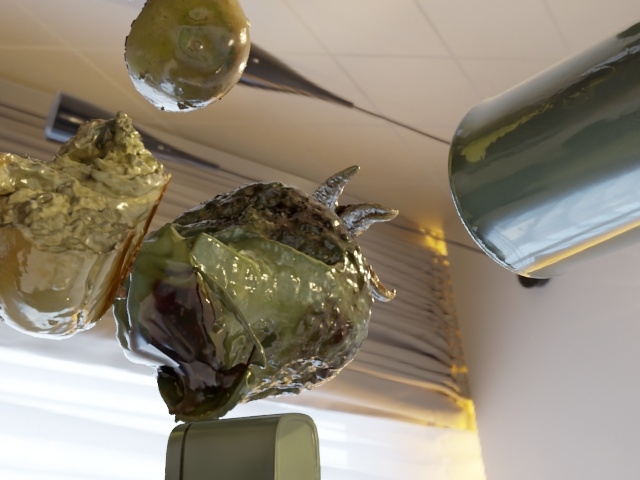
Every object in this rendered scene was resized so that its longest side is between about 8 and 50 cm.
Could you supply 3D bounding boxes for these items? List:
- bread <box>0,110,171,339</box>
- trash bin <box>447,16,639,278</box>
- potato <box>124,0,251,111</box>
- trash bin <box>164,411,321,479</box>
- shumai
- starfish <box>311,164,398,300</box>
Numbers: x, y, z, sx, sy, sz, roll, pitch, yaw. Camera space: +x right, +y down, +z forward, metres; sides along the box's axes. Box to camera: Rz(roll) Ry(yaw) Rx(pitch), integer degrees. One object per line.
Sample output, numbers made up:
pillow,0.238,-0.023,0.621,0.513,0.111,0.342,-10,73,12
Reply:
bread,-0.277,-0.007,0.851,0.314,0.171,0.192,-80,-167,-59
trash bin,0.369,-0.118,1.011,0.432,0.280,0.280,-29,-130,59
potato,-0.159,-0.265,1.082,0.202,0.182,0.117,-46,-136,-14
trash bin,-0.065,0.203,0.635,0.130,0.059,0.116,-16,-112,37
shumai,-0.154,0.079,1.149,0.395,0.348,0.395,-1,-94,23
starfish,0.001,-0.007,1.509,0.094,0.327,0.375,-64,164,-49
